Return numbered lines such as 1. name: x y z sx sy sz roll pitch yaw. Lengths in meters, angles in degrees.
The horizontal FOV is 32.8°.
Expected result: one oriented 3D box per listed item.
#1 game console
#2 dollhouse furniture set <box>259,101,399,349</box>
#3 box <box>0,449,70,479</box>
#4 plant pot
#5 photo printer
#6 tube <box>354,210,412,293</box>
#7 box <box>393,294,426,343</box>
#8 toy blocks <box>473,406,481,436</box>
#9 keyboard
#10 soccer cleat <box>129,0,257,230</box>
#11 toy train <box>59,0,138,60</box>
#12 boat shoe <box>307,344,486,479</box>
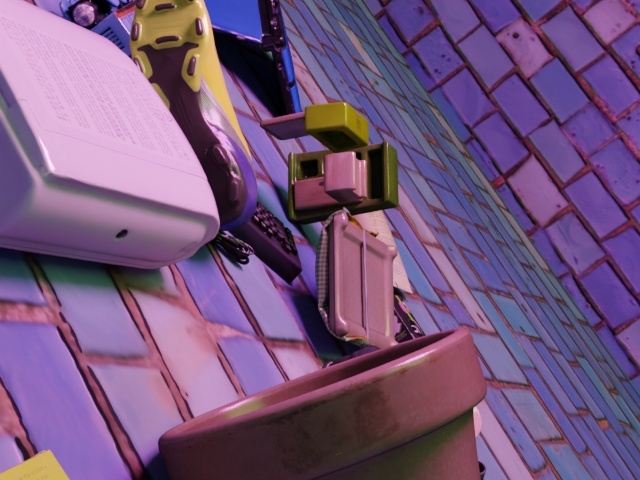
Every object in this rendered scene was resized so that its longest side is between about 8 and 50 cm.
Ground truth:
1. game console: -0.143 -0.337 1.838 0.293 0.173 0.250 -99 177 -57
2. dollhouse furniture set: 0.000 0.000 1.406 0.197 0.151 0.302 29 57 -62
3. box: -0.154 0.220 0.650 0.178 0.042 0.109 54 18 7
4. plant pot: 0.032 0.215 0.848 0.229 0.263 0.263 70 19 5
5. photo printer: -0.229 -0.098 0.997 0.256 0.107 0.307 57 17 19
6. tube: 0.076 -0.024 1.721 0.070 0.062 0.240 -12 61 -21
7. box: 0.102 0.122 1.483 0.083 0.052 0.062 58 18 17
8. toy blocks: 0.110 0.192 1.261 0.123 0.054 0.148 49 -24 1
9. keyboard: -0.134 -0.061 1.295 0.317 0.033 0.202 42 20 -26
10. soccer cleat: -0.139 -0.149 1.199 0.121 0.093 0.289 22 51 -82
11. toy train: -0.255 -0.270 1.342 0.105 0.080 0.184 57 13 -14
12. boat shoe: 0.118 0.256 1.148 0.340 0.113 0.127 54 16 8
